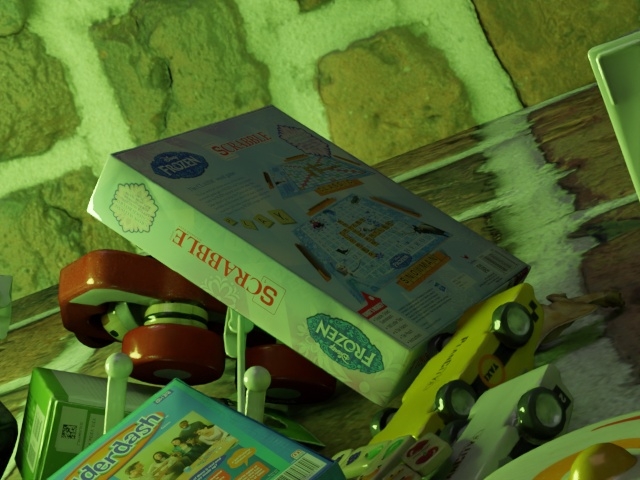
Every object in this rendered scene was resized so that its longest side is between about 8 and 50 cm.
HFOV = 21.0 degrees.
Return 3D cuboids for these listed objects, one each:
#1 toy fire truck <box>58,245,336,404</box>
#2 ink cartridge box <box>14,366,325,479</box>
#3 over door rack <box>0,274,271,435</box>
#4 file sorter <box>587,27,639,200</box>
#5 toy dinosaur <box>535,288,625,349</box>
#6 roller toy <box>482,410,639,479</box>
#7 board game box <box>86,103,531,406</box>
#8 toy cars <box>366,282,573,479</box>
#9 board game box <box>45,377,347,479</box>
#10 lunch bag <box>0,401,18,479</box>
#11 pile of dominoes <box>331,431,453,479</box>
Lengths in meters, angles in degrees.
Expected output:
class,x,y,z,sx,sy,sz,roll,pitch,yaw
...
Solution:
class,x,y,z,sx,sy,sz,roll,pitch,yaw
toy fire truck,-0.129,0.080,1.743,0.302,0.169,0.254,13,-23,-29
ink cartridge box,-0.145,0.195,1.613,0.255,0.097,0.189,12,1,-14
over door rack,-0.166,0.114,1.396,0.239,0.108,0.324,6,28,-8
file sorter,0.351,-0.060,1.339,0.193,0.278,0.173,-19,8,17
toy dinosaur,0.206,0.075,1.577,0.092,0.053,0.183,-10,15,45
roller toy,0.161,0.170,0.874,0.191,0.146,0.209,-28,11,-34
board game box,0.000,0.000,1.583,0.318,0.318,0.066,-25,-35,-62
toy cars,0.119,0.151,1.258,0.176,0.087,0.394,-41,10,11
board game box,-0.097,0.182,1.162,0.160,0.047,0.210,-38,30,-21
lunch bag,-0.480,0.197,1.659,0.305,0.256,0.212,-32,-18,-42
pile of dominoes,-0.026,0.204,1.172,0.251,0.040,0.196,-44,9,-31
